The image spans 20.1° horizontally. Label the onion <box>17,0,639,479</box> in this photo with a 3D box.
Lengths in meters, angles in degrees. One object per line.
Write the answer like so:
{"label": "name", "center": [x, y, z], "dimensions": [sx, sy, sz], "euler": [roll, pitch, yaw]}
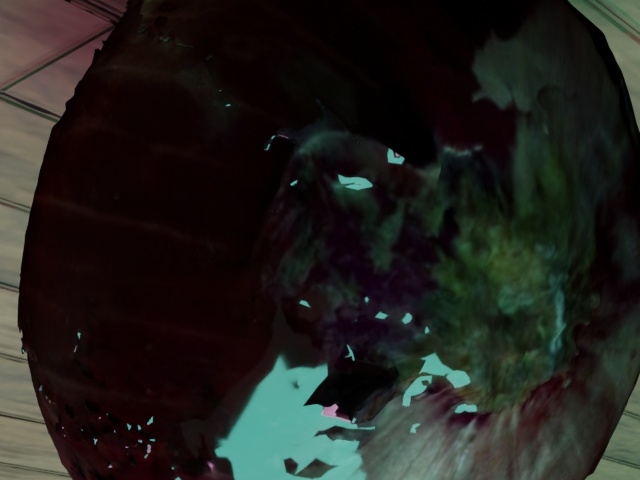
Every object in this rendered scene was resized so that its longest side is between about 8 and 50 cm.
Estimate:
{"label": "onion", "center": [0.000, 0.000, 0.638], "dimensions": [0.252, 0.219, 0.252], "euler": [-17, 121, -31]}
